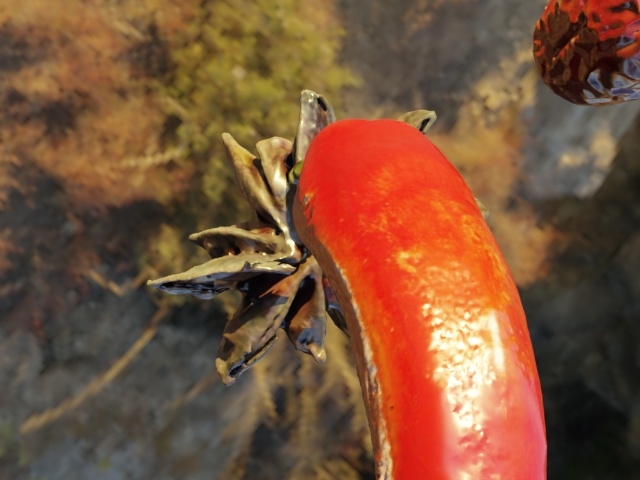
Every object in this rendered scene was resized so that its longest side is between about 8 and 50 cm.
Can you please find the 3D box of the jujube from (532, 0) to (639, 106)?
[{"bbox_3d":[0.233,-0.166,1.399,0.176,0.109,0.112,-24,-145,60],"label":"jujube"}]

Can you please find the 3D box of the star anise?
[{"bbox_3d":[-0.002,-0.004,1.454,0.283,0.212,0.129,-55,-171,22],"label":"star anise"}]

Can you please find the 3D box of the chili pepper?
[{"bbox_3d":[0.035,0.057,0.819,0.092,0.368,0.137,18,132,-28],"label":"chili pepper"}]
